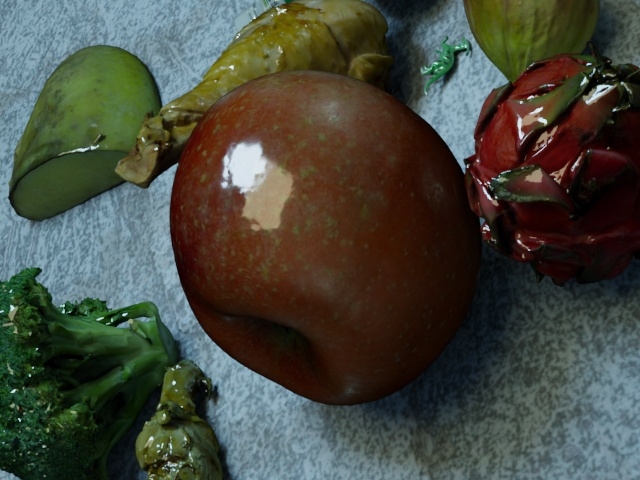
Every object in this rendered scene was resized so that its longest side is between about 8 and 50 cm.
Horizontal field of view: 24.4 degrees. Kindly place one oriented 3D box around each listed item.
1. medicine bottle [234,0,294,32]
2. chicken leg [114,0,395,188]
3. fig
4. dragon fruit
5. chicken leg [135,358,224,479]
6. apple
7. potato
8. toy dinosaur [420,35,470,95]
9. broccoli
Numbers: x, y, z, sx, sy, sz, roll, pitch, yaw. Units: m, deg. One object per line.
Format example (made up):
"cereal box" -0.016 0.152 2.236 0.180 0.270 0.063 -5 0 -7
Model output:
"medicine bottle" -0.046 -0.308 1.967 0.130 0.080 0.080 -33 47 23
"chicken leg" -0.087 -0.132 1.771 0.182 0.409 0.295 46 138 10
"fig" 0.246 -0.220 1.624 0.143 0.160 0.231 -20 84 3
"dragon fruit" 0.261 -0.082 1.416 0.293 0.233 0.234 128 151 -57
"chicken leg" -0.167 0.222 1.741 0.088 0.103 0.228 -46 37 34
"apple" 0.000 0.000 1.540 0.348 0.348 0.277 0 52 43
"potato" -0.356 -0.191 2.165 0.269 0.112 0.255 -21 52 31
"toy dinosaur" 0.152 -0.210 1.771 0.062 0.021 0.083 -16 54 20
"broccoli" -0.320 0.163 1.825 0.275 0.308 0.308 -22 48 0
